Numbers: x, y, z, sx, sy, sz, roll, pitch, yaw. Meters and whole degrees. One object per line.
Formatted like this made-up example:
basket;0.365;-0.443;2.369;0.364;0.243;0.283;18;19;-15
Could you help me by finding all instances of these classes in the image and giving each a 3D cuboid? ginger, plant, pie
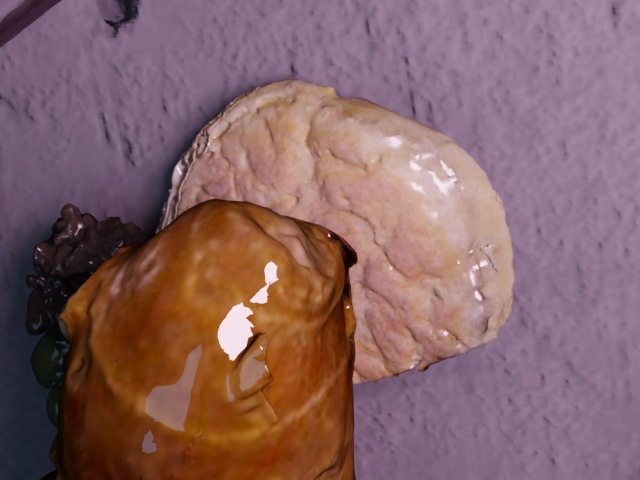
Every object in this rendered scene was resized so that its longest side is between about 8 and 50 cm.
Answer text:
ginger;-0.092;0.150;0.926;0.254;0.176;0.418;12;130;12
plant;-0.141;0.054;1.016;0.087;0.085;0.174;32;132;38
pie;-0.002;0.001;0.935;0.218;0.052;0.185;-16;108;33

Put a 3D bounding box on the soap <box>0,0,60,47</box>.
soap;-0.249;-0.234;0.911;0.285;0.107;0.296;-28;100;33
